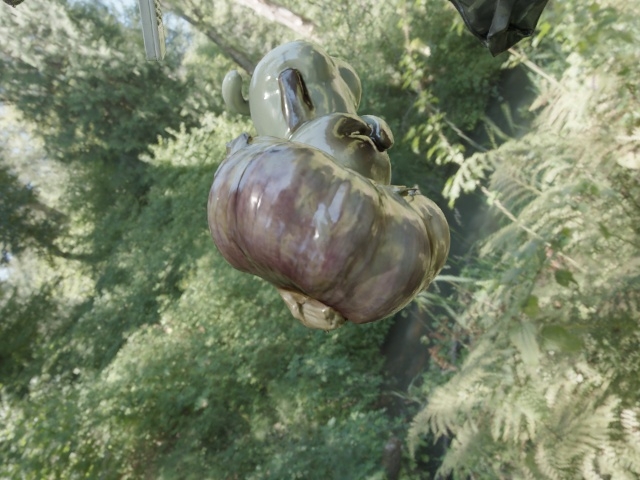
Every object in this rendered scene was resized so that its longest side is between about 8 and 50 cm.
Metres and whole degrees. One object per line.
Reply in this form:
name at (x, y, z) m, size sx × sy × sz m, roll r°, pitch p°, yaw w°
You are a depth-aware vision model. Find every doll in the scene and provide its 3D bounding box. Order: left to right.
doll at (-0.002, -0.188, 1.042) m, size 0.226 × 0.370 × 0.215 m, roll -39°, pitch -29°, yaw 15°

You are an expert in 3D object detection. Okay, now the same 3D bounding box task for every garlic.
garlic at (0.000, 0.000, 0.568) m, size 0.245 × 0.244 × 0.161 m, roll -114°, pitch 45°, yaw -79°

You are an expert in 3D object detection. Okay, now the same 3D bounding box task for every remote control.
remote control at (-0.304, -0.450, 1.043) m, size 0.103 × 0.034 × 0.250 m, roll -108°, pitch 15°, yaw -61°

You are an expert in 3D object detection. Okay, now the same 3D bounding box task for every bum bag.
bum bag at (0.245, -0.472, 1.014) m, size 0.144 × 0.340 × 0.095 m, roll -42°, pitch 12°, yaw 35°

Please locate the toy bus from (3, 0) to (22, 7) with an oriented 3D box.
toy bus at (-0.682, -0.638, 1.340) m, size 0.202 × 0.142 × 0.142 m, roll -28°, pitch 27°, yaw 23°
